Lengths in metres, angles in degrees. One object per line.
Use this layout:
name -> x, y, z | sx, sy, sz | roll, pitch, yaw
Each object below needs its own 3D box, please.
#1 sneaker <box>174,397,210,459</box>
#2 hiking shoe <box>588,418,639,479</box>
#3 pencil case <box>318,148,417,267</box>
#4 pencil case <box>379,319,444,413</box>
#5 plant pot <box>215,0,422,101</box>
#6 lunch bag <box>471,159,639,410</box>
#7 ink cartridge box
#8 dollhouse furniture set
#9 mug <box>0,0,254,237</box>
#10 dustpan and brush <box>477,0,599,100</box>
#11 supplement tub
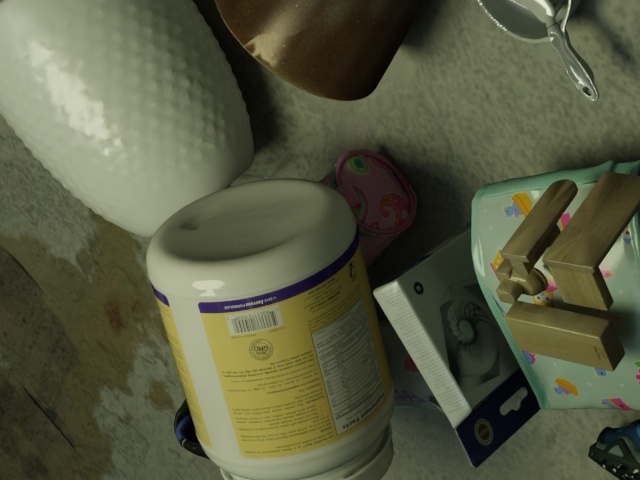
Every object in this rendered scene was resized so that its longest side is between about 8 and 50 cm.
sneaker -> -0.103, 0.228, 2.071 | 0.127, 0.182, 0.315 | 32, 160, 29
hiking shoe -> 0.403, 0.216, 1.683 | 0.113, 0.132, 0.304 | 37, 164, -15
pencil case -> 0.000, 0.000, 1.934 | 0.124, 0.124, 0.284 | 55, 140, 4
pencil case -> 0.103, 0.157, 1.932 | 0.273, 0.113, 0.124 | -5, 85, 48
plant pot -> 0.037, -0.303, 1.658 | 0.215, 0.215, 0.230 | 49, 125, 11
lunch bag -> 0.293, 0.038, 1.631 | 0.223, 0.160, 0.262 | -6, 116, 48
ink cartridge box -> 0.185, 0.102, 1.729 | 0.045, 0.223, 0.224 | -26, 95, 45
dollhouse furniture set -> 0.257, 0.026, 1.535 | 0.144, 0.123, 0.151 | 11, 142, 42
mug -> -0.253, -0.182, 1.995 | 0.328, 0.276, 0.374 | 54, 171, -7
dustpan and brush -> 0.230, -0.235, 1.591 | 0.211, 0.060, 0.147 | 54, 140, 5
supplement tub -> -0.047, 0.122, 1.792 | 0.241, 0.241, 0.331 | 11, 125, 41
